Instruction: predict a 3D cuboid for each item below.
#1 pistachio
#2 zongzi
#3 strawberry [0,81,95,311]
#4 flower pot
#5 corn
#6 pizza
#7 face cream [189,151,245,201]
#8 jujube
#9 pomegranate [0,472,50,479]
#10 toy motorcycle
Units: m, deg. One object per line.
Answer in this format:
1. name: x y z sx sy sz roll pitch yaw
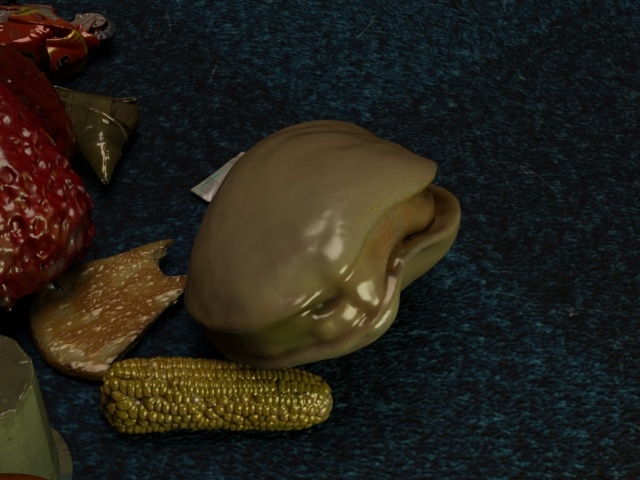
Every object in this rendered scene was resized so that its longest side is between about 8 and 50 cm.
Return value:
1. pistachio: 0.000 0.000 1.748 0.365 0.281 0.445 -19 25 20
2. zongzi: -0.367 -0.154 2.016 0.160 0.078 0.176 9 48 9
3. strawberry: -0.444 -0.053 1.723 0.292 0.310 0.291 -2 40 2
4. flower pot: -0.402 0.222 1.546 0.212 0.202 0.212 1 47 -1
5. corn: -0.130 0.197 1.678 0.292 0.101 0.101 4 45 -7
6. pizza: -0.281 0.080 1.814 0.181 0.034 0.262 33 53 24
7. face cream: -0.147 -0.096 2.020 0.038 0.020 0.115 31 50 21
8. jujube: -0.460 -0.178 1.951 0.174 0.174 0.250 -19 65 -24
9. pomegranate: -0.336 0.368 1.369 0.264 0.264 0.264 3 45 -3
10. toy motorcycle: -0.481 -0.329 2.164 0.298 0.089 0.171 1 46 -5
